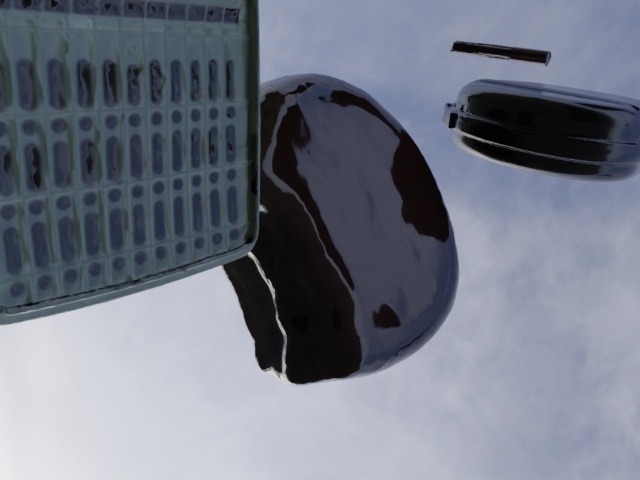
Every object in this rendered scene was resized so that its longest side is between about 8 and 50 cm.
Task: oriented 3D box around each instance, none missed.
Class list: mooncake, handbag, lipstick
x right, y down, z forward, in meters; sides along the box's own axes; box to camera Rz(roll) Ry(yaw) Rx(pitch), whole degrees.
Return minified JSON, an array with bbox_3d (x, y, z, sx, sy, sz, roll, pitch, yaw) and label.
[{"bbox_3d":[0.000,0.000,0.738,0.174,0.326,0.333,-19,-137,47],"label":"mooncake"},{"bbox_3d":[0.299,-0.150,0.860,0.254,0.308,0.093,21,-68,31],"label":"handbag"},{"bbox_3d":[0.311,-0.329,1.163,0.176,0.027,0.027,18,-84,30],"label":"lipstick"}]

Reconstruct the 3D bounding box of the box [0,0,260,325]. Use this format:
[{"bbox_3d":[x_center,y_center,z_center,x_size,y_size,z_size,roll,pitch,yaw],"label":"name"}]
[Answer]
[{"bbox_3d":[-0.149,-0.108,0.371,0.166,0.221,0.290,12,-71,37],"label":"box"}]
